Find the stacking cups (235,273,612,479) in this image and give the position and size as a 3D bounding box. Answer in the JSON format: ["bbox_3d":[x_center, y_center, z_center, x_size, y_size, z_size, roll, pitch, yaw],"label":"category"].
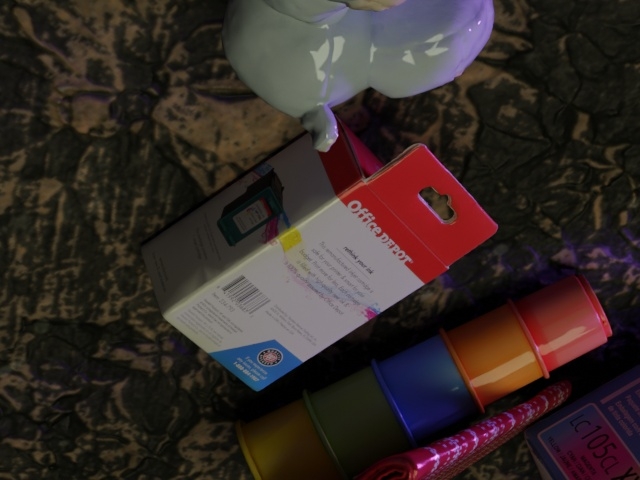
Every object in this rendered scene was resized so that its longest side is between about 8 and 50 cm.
[{"bbox_3d":[0.091,0.129,1.585,0.316,0.096,0.096,-24,137,3],"label":"stacking cups"}]

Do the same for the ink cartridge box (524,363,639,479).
[{"bbox_3d":[0.405,0.187,1.677,0.395,0.151,0.270,-31,135,-4],"label":"ink cartridge box"}]

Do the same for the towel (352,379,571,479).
[{"bbox_3d":[0.076,0.193,1.578,0.199,0.031,0.275,-38,168,33],"label":"towel"}]

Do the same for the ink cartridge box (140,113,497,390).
[{"bbox_3d":[0.000,0.000,1.432,0.231,0.078,0.134,-33,137,12],"label":"ink cartridge box"}]

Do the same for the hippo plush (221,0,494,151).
[{"bbox_3d":[0.013,-0.158,1.163,0.294,0.234,0.236,-15,136,-9],"label":"hippo plush"}]
